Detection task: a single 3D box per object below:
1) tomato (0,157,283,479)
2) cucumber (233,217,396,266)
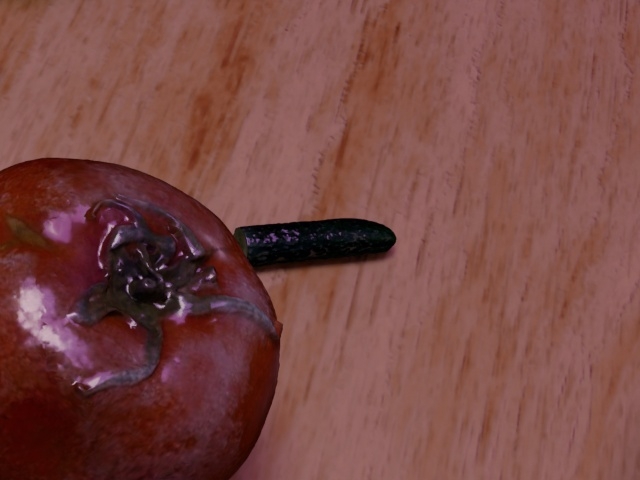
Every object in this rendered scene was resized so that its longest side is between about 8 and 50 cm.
[{"bbox_3d":[-0.140,0.072,0.908,0.232,0.188,0.232,15,56,-23],"label":"tomato"},{"bbox_3d":[0.000,0.000,1.137,0.133,0.032,0.032,-4,51,-25],"label":"cucumber"}]
